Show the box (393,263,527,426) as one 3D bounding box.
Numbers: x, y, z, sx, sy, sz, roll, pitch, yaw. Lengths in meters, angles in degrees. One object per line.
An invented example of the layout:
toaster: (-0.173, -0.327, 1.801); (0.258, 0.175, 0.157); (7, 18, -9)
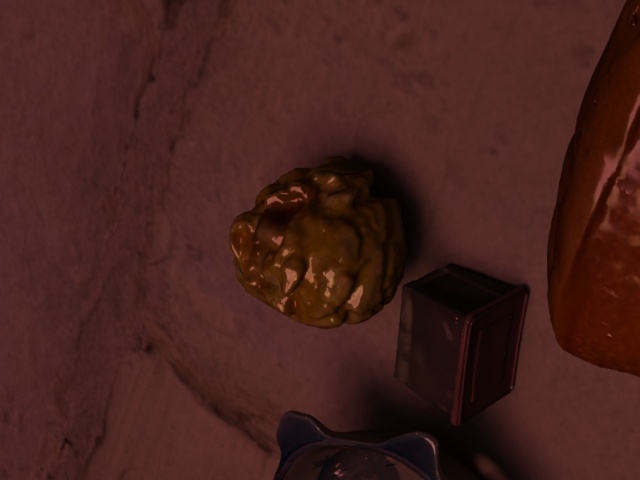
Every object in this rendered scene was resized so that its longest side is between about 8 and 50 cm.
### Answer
box: (0.087, 0.062, 0.879); (0.063, 0.060, 0.084); (31, 131, 37)

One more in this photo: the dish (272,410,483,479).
dish: (0.077, 0.210, 0.946); (0.228, 0.086, 0.236); (-3, 110, 42)

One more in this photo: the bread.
bread: (0.192, -0.052, 0.624); (0.143, 0.195, 0.269); (30, 126, 18)

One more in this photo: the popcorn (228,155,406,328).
popcorn: (0.000, 0.000, 0.887); (0.116, 0.120, 0.106); (15, 106, -7)
